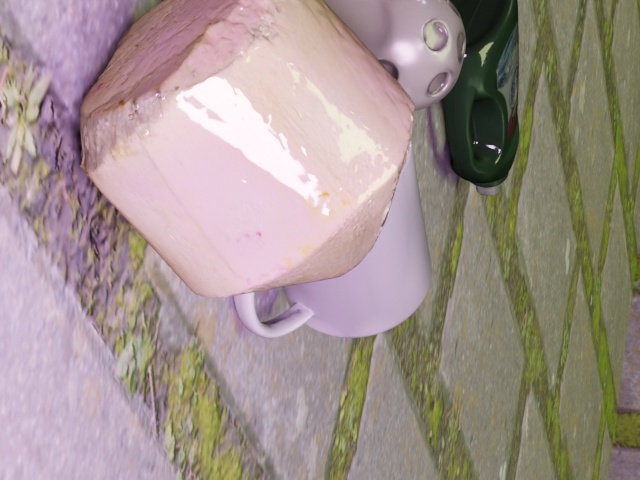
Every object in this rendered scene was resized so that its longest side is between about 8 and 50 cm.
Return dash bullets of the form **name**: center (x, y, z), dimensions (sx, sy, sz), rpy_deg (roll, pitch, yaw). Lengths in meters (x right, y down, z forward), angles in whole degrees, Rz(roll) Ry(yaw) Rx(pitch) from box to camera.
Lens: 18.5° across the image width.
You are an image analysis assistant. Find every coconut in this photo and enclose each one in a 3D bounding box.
- **coconut**: center (-0.029, -0.045, 0.948), dimensions (0.153, 0.147, 0.147), rpy_deg (47, 39, -24)

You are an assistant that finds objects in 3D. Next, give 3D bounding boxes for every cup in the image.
- **cup**: center (-0.002, -0.008, 1.225), dimensions (0.133, 0.136, 0.099), rpy_deg (77, -11, -50)

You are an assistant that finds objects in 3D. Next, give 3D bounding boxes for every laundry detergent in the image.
- **laundry detergent**: center (0.140, -0.116, 1.739), dimensions (0.137, 0.063, 0.211), rpy_deg (-67, 159, -44)

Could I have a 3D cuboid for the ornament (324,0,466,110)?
- **ornament**: center (-0.002, -0.107, 1.035), dimensions (0.075, 0.156, 0.081), rpy_deg (-71, 159, -45)
